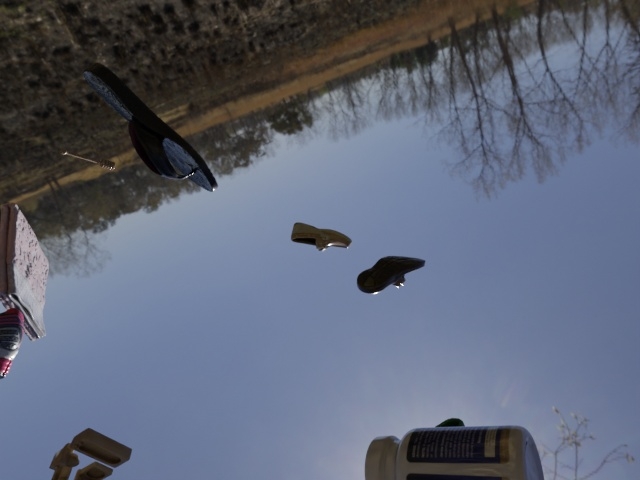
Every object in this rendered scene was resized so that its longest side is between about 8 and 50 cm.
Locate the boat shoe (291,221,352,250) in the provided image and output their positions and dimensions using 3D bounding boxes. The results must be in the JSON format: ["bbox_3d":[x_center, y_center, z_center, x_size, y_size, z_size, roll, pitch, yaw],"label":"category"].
[{"bbox_3d":[0.000,0.000,0.989,0.136,0.050,0.045,13,-116,13],"label":"boat shoe"}]

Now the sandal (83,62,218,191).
[{"bbox_3d":[-0.477,-0.277,1.246,0.107,0.446,0.168,-52,-162,-19],"label":"sandal"}]

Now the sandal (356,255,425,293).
[{"bbox_3d":[0.160,0.084,1.026,0.090,0.060,0.219,13,-155,35],"label":"sandal"}]

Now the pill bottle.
[{"bbox_3d":[0.218,0.391,0.750,0.265,0.153,0.153,-15,-160,31],"label":"pill bottle"}]

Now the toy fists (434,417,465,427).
[{"bbox_3d":[0.314,0.619,1.242,0.279,0.142,0.096,-26,-176,-24],"label":"toy fists"}]

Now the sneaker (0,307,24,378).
[{"bbox_3d":[-0.611,0.120,0.665,0.121,0.299,0.111,-27,-134,38],"label":"sneaker"}]

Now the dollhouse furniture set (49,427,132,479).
[{"bbox_3d":[-0.492,0.504,0.938,0.151,0.144,0.123,-33,-148,17],"label":"dollhouse furniture set"}]

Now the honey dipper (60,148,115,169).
[{"bbox_3d":[-0.738,-0.260,1.432,0.031,0.030,0.161,-8,164,42],"label":"honey dipper"}]

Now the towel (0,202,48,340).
[{"bbox_3d":[-0.901,0.102,1.380,0.054,0.316,0.331,-7,148,-20],"label":"towel"}]
